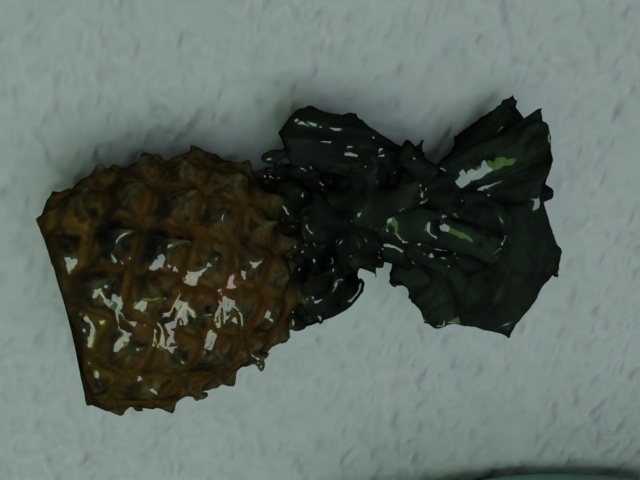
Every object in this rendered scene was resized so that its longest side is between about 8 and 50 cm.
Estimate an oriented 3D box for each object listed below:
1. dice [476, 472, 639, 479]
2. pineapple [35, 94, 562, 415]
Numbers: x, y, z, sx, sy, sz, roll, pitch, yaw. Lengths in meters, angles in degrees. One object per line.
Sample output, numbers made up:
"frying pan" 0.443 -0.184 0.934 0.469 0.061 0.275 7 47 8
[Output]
"dice" 0.135 0.291 0.641 0.262 0.268 0.265 -1 112 -14
"pineapple" 0.000 0.000 0.579 0.237 0.111 0.119 -16 146 -12
